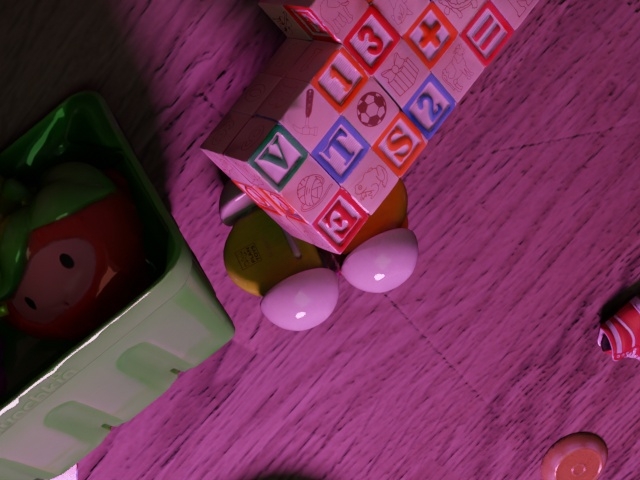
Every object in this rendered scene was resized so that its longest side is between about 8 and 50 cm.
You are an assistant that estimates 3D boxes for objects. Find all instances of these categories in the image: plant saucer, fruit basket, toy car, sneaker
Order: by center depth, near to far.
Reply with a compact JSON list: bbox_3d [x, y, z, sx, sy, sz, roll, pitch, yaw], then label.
[{"bbox_3d":[-0.307,0.026,1.174,0.392,0.283,0.392,-18,137,-17],"label":"fruit basket"},{"bbox_3d":[0.000,0.000,1.320,0.182,0.159,0.136,-26,159,-2],"label":"toy car"},{"bbox_3d":[0.346,0.121,1.532,0.067,0.042,0.118,-35,114,-1],"label":"sneaker"},{"bbox_3d":[0.293,0.258,1.609,0.083,0.015,0.083,-7,120,-13],"label":"plant saucer"}]

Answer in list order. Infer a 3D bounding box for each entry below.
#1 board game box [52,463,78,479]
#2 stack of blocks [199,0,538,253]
[{"bbox_3d":[-0.292,0.244,1.422,0.090,0.020,0.090,0,119,-16],"label":"board game box"},{"bbox_3d":[0.033,-0.159,1.198,0.171,0.087,0.297,44,78,-31],"label":"stack of blocks"}]
